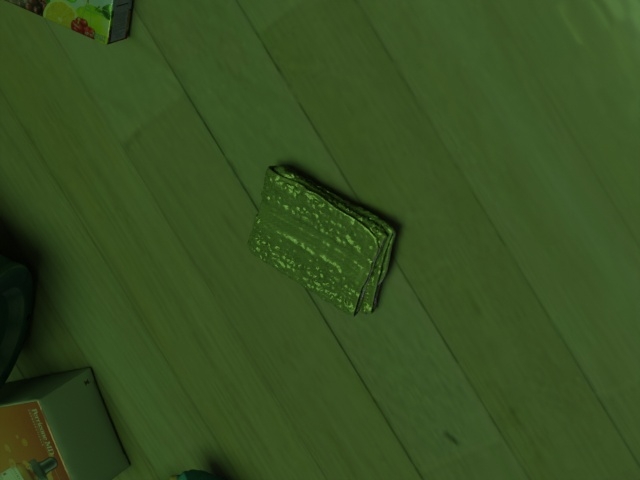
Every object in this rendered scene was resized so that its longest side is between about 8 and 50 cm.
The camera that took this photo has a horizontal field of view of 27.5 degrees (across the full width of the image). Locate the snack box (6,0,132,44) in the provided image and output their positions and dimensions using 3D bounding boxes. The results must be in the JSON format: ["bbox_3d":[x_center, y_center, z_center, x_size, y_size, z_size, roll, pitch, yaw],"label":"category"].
[{"bbox_3d":[-0.249,-0.266,1.295,0.141,0.037,0.100,25,119,23],"label":"snack box"}]

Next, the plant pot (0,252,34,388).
[{"bbox_3d":[-0.471,0.074,1.452,0.255,0.272,0.272,20,119,9],"label":"plant pot"}]

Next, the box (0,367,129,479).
[{"bbox_3d":[-0.329,0.232,1.515,0.170,0.091,0.130,-14,101,36],"label":"box"}]

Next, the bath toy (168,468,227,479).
[{"bbox_3d":[-0.193,0.399,1.482,0.348,0.129,0.151,-42,40,35],"label":"bath toy"}]

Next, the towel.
[{"bbox_3d":[0.000,0.000,1.249,0.148,0.027,0.110,29,123,19],"label":"towel"}]
